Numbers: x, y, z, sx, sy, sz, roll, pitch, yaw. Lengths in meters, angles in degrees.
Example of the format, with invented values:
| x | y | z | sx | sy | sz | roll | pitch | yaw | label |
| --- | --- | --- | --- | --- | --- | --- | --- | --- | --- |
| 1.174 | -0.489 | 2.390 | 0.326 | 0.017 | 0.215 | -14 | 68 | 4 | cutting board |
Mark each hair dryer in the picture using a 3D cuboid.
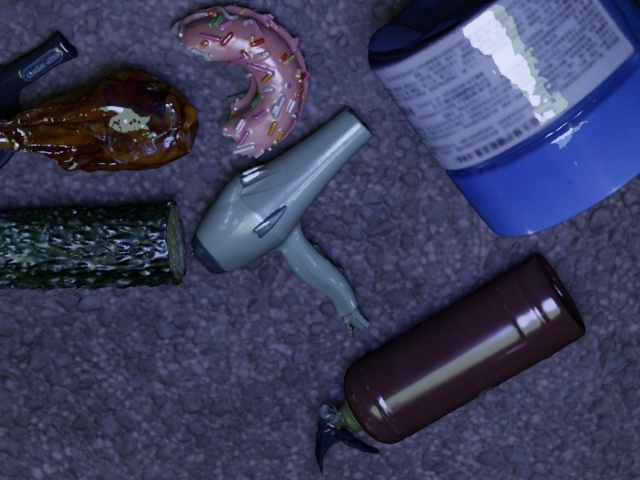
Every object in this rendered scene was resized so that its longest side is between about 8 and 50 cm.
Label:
| x | y | z | sx | sy | sz | roll | pitch | yaw | label |
| --- | --- | --- | --- | --- | --- | --- | --- | --- | --- |
| 0.004 | -0.031 | 1.736 | 0.225 | 0.088 | 0.219 | 25 | 107 | -21 | hair dryer |

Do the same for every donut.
| x | y | z | sx | sy | sz | roll | pitch | yaw | label |
| --- | --- | --- | --- | --- | --- | --- | --- | --- | --- |
| -0.068 | -0.171 | 1.681 | 0.117 | 0.065 | 0.166 | -30 | 108 | 14 | donut |

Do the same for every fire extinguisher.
| x | y | z | sx | sy | sz | roll | pitch | yaw | label |
| --- | --- | --- | --- | --- | --- | --- | --- | --- | --- |
| 0.122 | 0.151 | 1.785 | 0.344 | 0.102 | 0.138 | -32 | 140 | 14 | fire extinguisher |

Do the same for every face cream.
| x | y | z | sx | sy | sz | roll | pitch | yaw | label |
| --- | --- | --- | --- | --- | --- | --- | --- | --- | --- |
| 0.201 | -0.163 | 1.573 | 0.249 | 0.249 | 0.225 | -33 | 107 | 14 | face cream |

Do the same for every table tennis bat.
| x | y | z | sx | sy | sz | roll | pitch | yaw | label |
| --- | --- | --- | --- | --- | --- | --- | --- | --- | --- |
| -0.358 | -0.147 | 1.727 | 0.236 | 0.027 | 0.150 | -29 | 109 | 15 | table tennis bat |

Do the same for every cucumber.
| x | y | z | sx | sy | sz | roll | pitch | yaw | label |
| --- | --- | --- | --- | --- | --- | --- | --- | --- | --- |
| -0.326 | 0.011 | 1.746 | 0.359 | 0.096 | 0.096 | -3 | 111 | 5 | cucumber |

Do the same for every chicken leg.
| x | y | z | sx | sy | sz | roll | pitch | yaw | label |
| --- | --- | --- | --- | --- | --- | --- | --- | --- | --- |
| -0.277 | -0.116 | 1.685 | 0.304 | 0.093 | 0.113 | -4 | 135 | -2 | chicken leg |
